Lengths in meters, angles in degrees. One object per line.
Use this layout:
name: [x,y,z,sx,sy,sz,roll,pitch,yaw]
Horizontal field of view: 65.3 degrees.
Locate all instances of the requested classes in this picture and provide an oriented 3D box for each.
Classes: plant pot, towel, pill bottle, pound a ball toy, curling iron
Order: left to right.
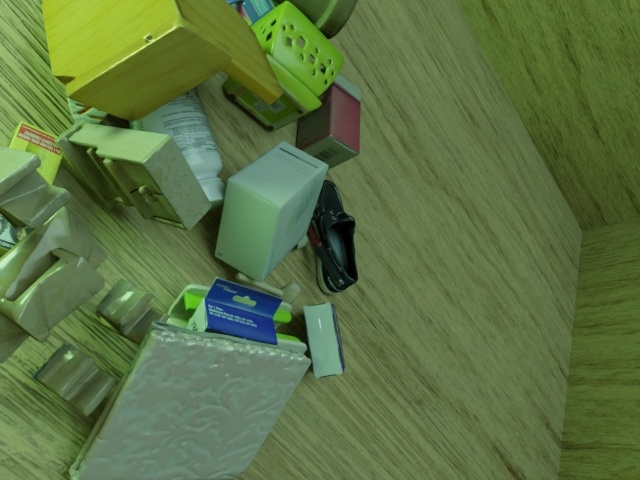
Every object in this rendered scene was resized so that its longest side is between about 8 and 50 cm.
pill bottle: [-0.305,-0.199,1.064,0.160,0.160,0.283,-18,90,-48]
towel: [-0.217,0.304,0.889,0.331,0.053,0.317,21,104,-39]
pound a ball toy: [-0.176,0.181,1.108,0.319,0.136,0.208,17,34,-39]
plant pot: [-0.107,-0.438,1.319,0.228,0.227,0.207,36,59,-33]
plant pot: [-0.039,-0.679,1.270,0.229,0.263,0.263,10,68,-25]
curling iron: [0.000,0.000,1.336,0.035,0.068,0.274,34,30,-63]

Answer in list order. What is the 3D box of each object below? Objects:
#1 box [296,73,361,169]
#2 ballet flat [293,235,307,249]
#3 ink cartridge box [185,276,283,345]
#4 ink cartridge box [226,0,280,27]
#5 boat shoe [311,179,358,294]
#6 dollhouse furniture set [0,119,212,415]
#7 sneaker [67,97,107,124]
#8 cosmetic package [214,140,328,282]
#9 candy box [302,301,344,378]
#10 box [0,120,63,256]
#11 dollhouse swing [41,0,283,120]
box: [0.025,-0.349,1.473,0.126,0.148,0.232,23,59,-39]
ballet flat: [-0.089,-0.050,1.316,0.052,0.057,0.168,-41,106,-36]
ink cartridge box: [-0.201,0.238,0.935,0.165,0.065,0.333,23,103,-38]
ink cartridge box: [-0.164,-0.760,1.421,0.395,0.151,0.270,-44,109,-46]
boat shoe: [0.050,-0.024,1.406,0.127,0.113,0.340,18,63,-41]
dollhouse furniture set: [-0.417,-0.005,0.812,0.394,0.256,0.362,-54,141,-30]
sneaker: [-0.463,-0.316,0.999,0.084,0.083,0.215,10,71,-36]
cosmetic package: [-0.111,-0.068,1.138,0.138,0.224,0.225,30,41,12]
candy box: [0.012,0.241,1.225,0.196,0.070,0.165,65,14,-79]
box: [-0.523,-0.086,0.869,0.087,0.058,0.232,27,57,-37]
dollhouse swing: [-0.298,-0.375,0.990,0.347,0.315,0.305,65,8,28]
